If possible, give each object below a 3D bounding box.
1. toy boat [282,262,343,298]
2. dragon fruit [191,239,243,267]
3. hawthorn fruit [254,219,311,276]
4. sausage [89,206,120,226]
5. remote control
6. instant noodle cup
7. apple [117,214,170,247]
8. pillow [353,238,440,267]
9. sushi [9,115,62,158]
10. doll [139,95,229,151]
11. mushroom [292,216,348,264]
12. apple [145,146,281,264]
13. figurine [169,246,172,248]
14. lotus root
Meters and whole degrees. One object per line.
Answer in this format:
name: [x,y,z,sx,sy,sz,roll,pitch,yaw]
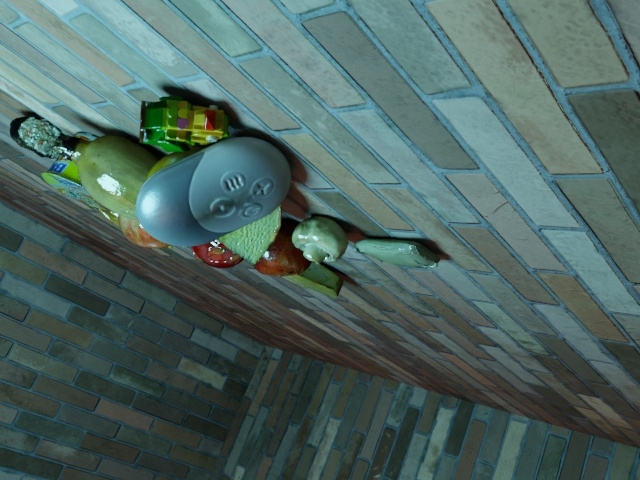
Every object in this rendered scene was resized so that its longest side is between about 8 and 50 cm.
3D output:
toy boat: [-0.075,0.087,2.022,0.310,0.089,0.115,26,153,-12]
dragon fruit: [-0.288,-0.002,1.896,0.210,0.172,0.172,19,165,42]
hawthorn fruit: [-0.108,0.028,1.775,0.173,0.173,0.179,7,156,43]
sausage: [-0.529,-0.075,1.963,0.112,0.112,0.328,7,174,43]
remote control: [-0.219,-0.096,1.364,0.332,0.103,0.221,-23,136,4]
instant noodle cup: [-0.628,-0.191,1.783,0.205,0.153,0.205,19,162,7]
apple: [-0.456,-0.074,1.829,0.210,0.209,0.164,18,144,16]
pillow: [0.184,0.030,1.574,0.119,0.053,0.208,31,162,-38]
sushi: [-0.769,-0.282,1.793,0.078,0.090,0.150,15,164,36]
doll: [-0.270,-0.226,1.291,0.186,0.106,0.134,1,174,11]
mushroom: [0.000,0.000,1.624,0.148,0.112,0.148,28,170,6]
apple: [-0.230,-0.094,1.512,0.254,0.179,0.346,6,155,49]
figurine: [-0.467,-0.009,2.202,0.095,0.115,0.156,32,166,4]
lotus root: [-0.515,-0.173,1.641,0.310,0.182,0.183,34,161,-22]
